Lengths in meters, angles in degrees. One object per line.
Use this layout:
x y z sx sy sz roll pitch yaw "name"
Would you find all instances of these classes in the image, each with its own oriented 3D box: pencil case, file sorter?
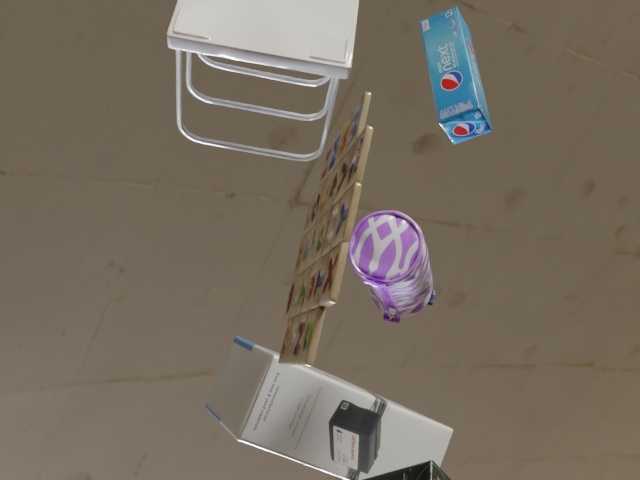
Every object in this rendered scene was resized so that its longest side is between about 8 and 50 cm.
0.082 0.034 0.870 0.088 0.086 0.206 -64 -19 -12 "pencil case"
-0.061 -0.263 0.924 0.193 0.277 0.173 10 -34 -4 "file sorter"

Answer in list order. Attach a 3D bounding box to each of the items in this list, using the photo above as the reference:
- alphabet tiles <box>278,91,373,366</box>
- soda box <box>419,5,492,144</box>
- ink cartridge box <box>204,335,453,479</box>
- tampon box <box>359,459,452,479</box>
0.000 0.000 0.856 0.011 0.342 0.285 13 -101 -7 "alphabet tiles"
0.214 -0.263 1.203 0.067 0.210 0.071 -17 -30 23 "soda box"
0.007 0.270 1.148 0.308 0.223 0.129 26 -100 -19 "ink cartridge box"
0.113 0.333 0.796 0.101 0.120 0.161 -25 -58 28 "tampon box"
